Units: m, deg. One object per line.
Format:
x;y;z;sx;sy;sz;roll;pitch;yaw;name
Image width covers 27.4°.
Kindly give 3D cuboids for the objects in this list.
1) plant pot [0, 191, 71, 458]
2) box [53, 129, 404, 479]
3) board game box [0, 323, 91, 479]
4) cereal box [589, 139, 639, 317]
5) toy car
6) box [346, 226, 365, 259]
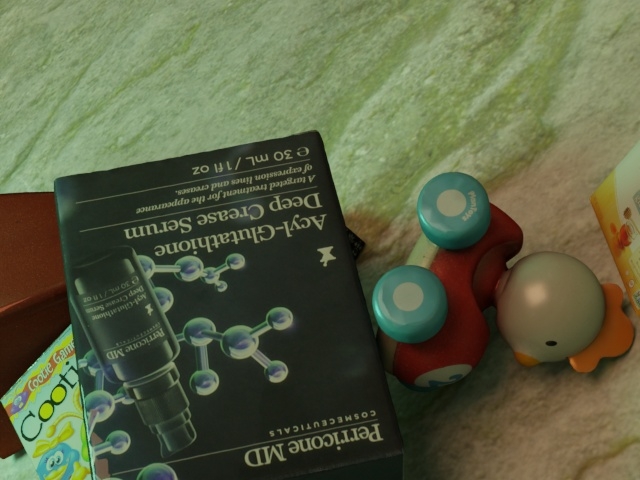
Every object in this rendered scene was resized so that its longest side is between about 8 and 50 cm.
-0.389;0.088;1.754;0.236;0.267;0.267;-21;47;10;plant pot
-0.100;0.118;1.376;0.294;0.212;0.395;-11;58;-6;box
-0.254;0.249;1.584;0.142;0.144;0.275;-47;41;2;board game box
0.372;-0.058;1.288;0.240;0.047;0.173;-56;31;37;cereal box
0.196;0.077;1.338;0.238;0.219;0.210;21;73;17;toy car
0.000;0.000;1.620;0.083;0.062;0.052;20;75;46;box
